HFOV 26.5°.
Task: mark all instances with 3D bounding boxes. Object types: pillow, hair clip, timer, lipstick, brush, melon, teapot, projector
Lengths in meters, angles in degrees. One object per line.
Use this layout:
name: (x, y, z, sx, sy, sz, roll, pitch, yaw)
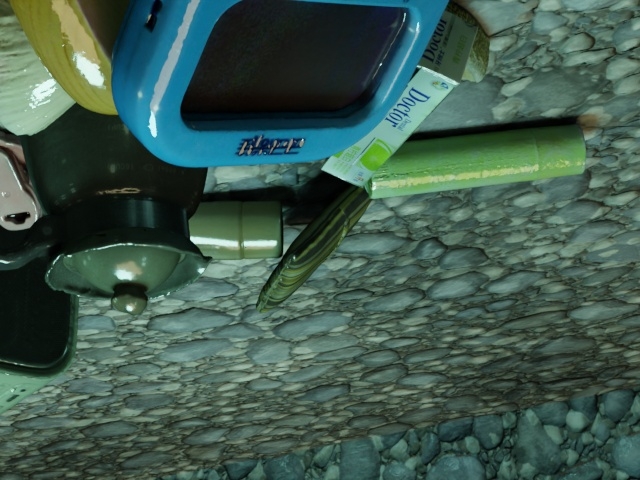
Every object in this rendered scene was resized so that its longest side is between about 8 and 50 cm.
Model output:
pillow: (0.000, 0.000, 1.927, 0.208, 0.052, 0.212, -44, 173, -28)
hair clip: (-0.390, -0.094, 1.718, 0.123, 0.102, 0.138, -15, 124, 12)
timer: (-0.030, -0.214, 1.262, 0.340, 0.115, 0.309, -7, 131, -45)
lipstick: (0.204, -0.107, 1.838, 0.304, 0.076, 0.076, -6, 158, -5)
brush: (-0.262, -0.222, 1.292, 0.166, 0.174, 0.267, -6, 151, 19)
melon: (0.126, -0.237, 1.551, 0.098, 0.054, 0.182, 0, 161, 21)
teapot: (-0.251, -0.056, 1.519, 0.223, 0.285, 0.305, -25, 153, 35)
projector: (-0.492, 0.097, 1.837, 0.248, 0.248, 0.249, 16, 148, -33)

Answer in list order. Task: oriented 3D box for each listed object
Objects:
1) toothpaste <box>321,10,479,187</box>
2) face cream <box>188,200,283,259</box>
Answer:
toothpaste: (0.086, -0.161, 1.593, 0.067, 0.081, 0.336, 22, 158, -9)
face cream: (-0.224, -0.011, 1.924, 0.341, 0.084, 0.137, -1, 155, 1)
